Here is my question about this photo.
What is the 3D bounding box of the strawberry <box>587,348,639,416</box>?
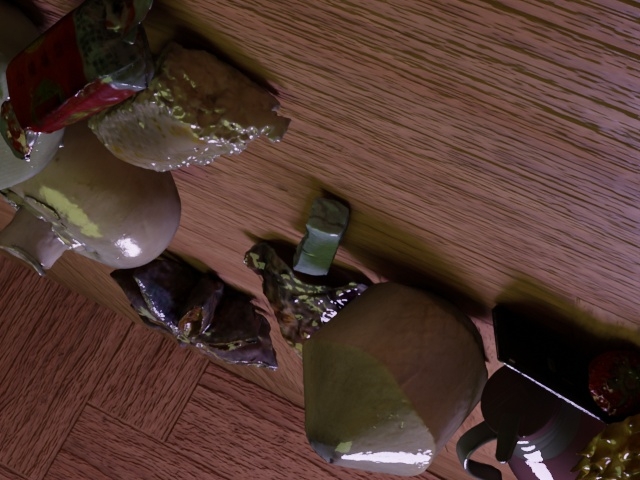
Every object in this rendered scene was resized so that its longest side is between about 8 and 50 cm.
[{"bbox_3d":[0.300,0.141,1.237,0.073,0.073,0.083,31,176,-10],"label":"strawberry"}]

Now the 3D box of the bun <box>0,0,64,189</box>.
[{"bbox_3d":[-0.386,-0.173,1.236,0.283,0.179,0.283,-2,150,-1],"label":"bun"}]

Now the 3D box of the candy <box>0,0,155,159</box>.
[{"bbox_3d":[-0.207,-0.143,1.045,0.059,0.086,0.292,-10,172,-41],"label":"candy"}]

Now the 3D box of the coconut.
[{"bbox_3d":[0.073,0.163,1.400,0.202,0.222,0.202,32,147,24],"label":"coconut"}]

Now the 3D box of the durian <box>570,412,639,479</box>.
[{"bbox_3d":[0.374,0.234,1.201,0.305,0.185,0.195,-2,124,23],"label":"durian"}]

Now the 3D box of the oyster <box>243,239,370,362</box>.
[{"bbox_3d":[-0.009,0.098,1.652,0.275,0.100,0.271,20,150,51],"label":"oyster"}]

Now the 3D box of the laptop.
[{"bbox_3d":[0.258,0.138,1.287,0.180,0.016,0.129,31,-158,-9],"label":"laptop"}]

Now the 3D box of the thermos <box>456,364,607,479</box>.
[{"bbox_3d":[0.261,0.234,1.433,0.265,0.176,0.146,41,-163,-50],"label":"thermos"}]

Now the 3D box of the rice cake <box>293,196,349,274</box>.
[{"bbox_3d":[0.000,0.000,1.370,0.045,0.042,0.245,16,166,-2],"label":"rice cake"}]

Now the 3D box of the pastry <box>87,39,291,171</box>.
[{"bbox_3d":[-0.143,-0.121,1.125,0.121,0.089,0.258,46,157,-24],"label":"pastry"}]

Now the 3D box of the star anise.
[{"bbox_3d":[-0.212,0.122,2.131,0.332,0.117,0.331,23,158,10],"label":"star anise"}]

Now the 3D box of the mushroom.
[{"bbox_3d":[-0.290,-0.054,1.433,0.246,0.202,0.246,35,163,12],"label":"mushroom"}]
